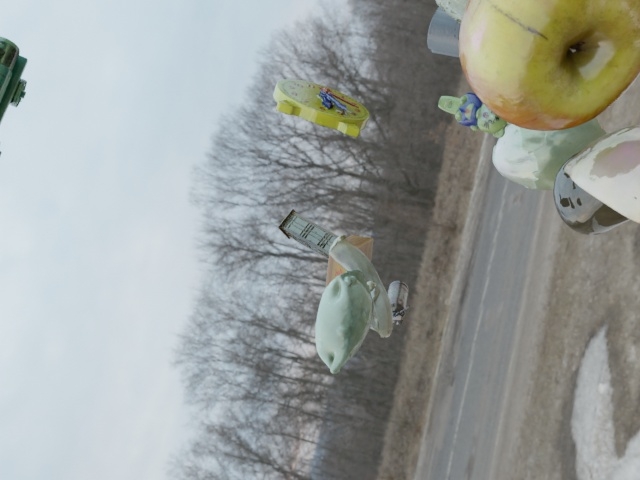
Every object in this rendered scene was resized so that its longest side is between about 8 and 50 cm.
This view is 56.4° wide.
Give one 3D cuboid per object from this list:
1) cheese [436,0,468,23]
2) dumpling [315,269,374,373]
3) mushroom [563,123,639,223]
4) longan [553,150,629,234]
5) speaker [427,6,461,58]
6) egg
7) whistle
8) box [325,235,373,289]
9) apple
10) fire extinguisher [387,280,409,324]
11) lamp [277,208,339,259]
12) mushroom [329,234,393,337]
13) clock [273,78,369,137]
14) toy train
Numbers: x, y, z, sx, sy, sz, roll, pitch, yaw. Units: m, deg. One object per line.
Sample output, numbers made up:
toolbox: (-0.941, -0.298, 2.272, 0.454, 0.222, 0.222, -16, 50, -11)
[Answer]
cheese: (0.393, -0.449, 1.303, 0.400, 0.085, 0.034, 57, 162, 36)
dumpling: (0.066, 0.169, 1.241, 0.105, 0.149, 0.217, -164, 83, -67)
mushroom: (0.533, -0.144, 1.005, 0.236, 0.173, 0.162, -19, -39, -55)
longan: (0.638, -0.116, 1.371, 0.220, 0.196, 0.197, -46, 21, 50)
speaker: (0.476, -0.771, 1.848, 0.388, 0.180, 0.184, -54, -45, -5)
egg: (0.716, -0.293, 1.886, 0.278, 0.336, 0.278, 57, -159, -36)
whistle: (0.425, -0.357, 1.642, 0.085, 0.227, 0.105, -14, -57, -50)
box: (0.085, 0.085, 1.704, 0.274, 0.076, 0.174, -22, -63, -73)
apple: (0.337, -0.309, 0.880, 0.233, 0.285, 0.286, -99, 16, -50)
fire extinguisher: (0.271, 0.220, 2.113, 0.252, 0.075, 0.106, -63, -9, -62)
lamp: (0.000, 0.000, 2.015, 0.089, 0.325, 0.090, -53, -39, -11)
mushroom: (0.106, 0.113, 1.491, 0.099, 0.096, 0.278, -10, -105, -61)
clock: (0.008, -0.391, 1.673, 0.293, 0.277, 0.071, -96, 23, -61)
toy train: (-0.717, -0.290, 1.272, 0.194, 0.120, 0.298, -21, 53, 61)
